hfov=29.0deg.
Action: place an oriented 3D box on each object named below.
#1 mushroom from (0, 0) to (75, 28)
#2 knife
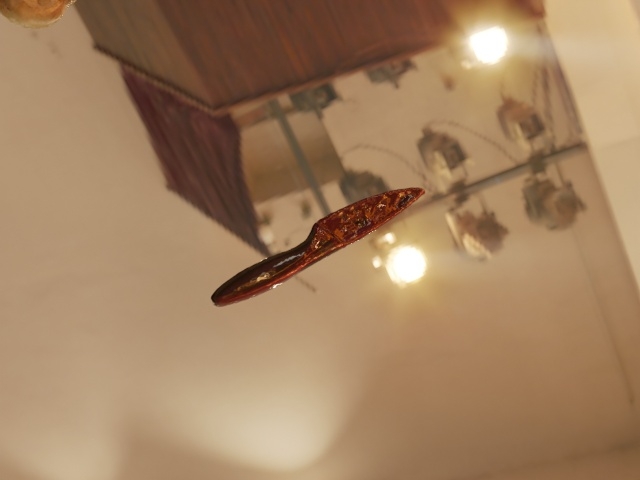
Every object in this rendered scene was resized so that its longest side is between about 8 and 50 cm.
[{"bbox_3d":[-0.454,-0.405,1.957,0.148,0.148,0.112,-50,-170,-35],"label":"mushroom"},{"bbox_3d":[0.000,0.000,1.163,0.247,0.035,0.018,-29,177,-25],"label":"knife"}]
